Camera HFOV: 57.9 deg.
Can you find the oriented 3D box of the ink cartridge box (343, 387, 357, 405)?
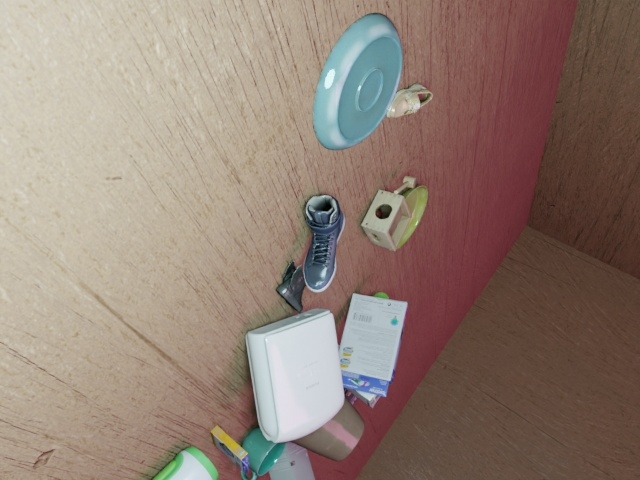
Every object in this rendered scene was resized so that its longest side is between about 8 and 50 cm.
[{"bbox_3d":[0.155,0.544,2.326,0.303,0.072,0.307,-58,153,-3],"label":"ink cartridge box"}]

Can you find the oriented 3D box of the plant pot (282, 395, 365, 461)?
[{"bbox_3d":[0.004,0.533,1.737,0.263,0.229,0.263,-51,-175,6],"label":"plant pot"}]

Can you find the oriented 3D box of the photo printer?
[{"bbox_3d":[-0.059,0.356,1.509,0.256,0.107,0.307,-13,98,-42],"label":"photo printer"}]

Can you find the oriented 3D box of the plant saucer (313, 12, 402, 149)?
[{"bbox_3d":[0.098,-0.344,1.306,0.317,0.044,0.317,-41,149,-32],"label":"plant saucer"}]

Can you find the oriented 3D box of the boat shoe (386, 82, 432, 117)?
[{"bbox_3d":[0.236,-0.362,1.513,0.170,0.059,0.063,-40,148,-35],"label":"boat shoe"}]

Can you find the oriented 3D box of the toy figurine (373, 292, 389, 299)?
[{"bbox_3d":[0.169,0.255,2.014,0.159,0.130,0.173,23,75,-55],"label":"toy figurine"}]

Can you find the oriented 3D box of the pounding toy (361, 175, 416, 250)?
[{"bbox_3d":[0.202,-0.106,1.699,0.206,0.094,0.181,-63,151,-15],"label":"pounding toy"}]

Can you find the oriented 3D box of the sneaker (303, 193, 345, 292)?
[{"bbox_3d":[-0.002,-0.001,1.387,0.163,0.086,0.226,67,33,-67],"label":"sneaker"}]

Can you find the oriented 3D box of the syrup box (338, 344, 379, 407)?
[{"bbox_3d":[0.102,0.440,1.918,0.093,0.237,0.096,-50,153,-18],"label":"syrup box"}]

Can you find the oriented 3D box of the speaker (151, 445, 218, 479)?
[{"bbox_3d":[-0.387,0.636,1.375,0.296,0.131,0.131,-39,148,-36],"label":"speaker"}]

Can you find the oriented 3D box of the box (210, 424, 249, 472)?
[{"bbox_3d":[-0.237,0.564,1.553,0.028,0.136,0.081,-41,150,-34],"label":"box"}]

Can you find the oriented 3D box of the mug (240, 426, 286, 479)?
[{"bbox_3d":[-0.191,0.642,1.765,0.158,0.097,0.129,-39,148,-35],"label":"mug"}]

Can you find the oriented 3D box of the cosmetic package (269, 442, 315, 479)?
[{"bbox_3d":[-0.095,0.792,1.945,0.107,0.238,0.127,-25,169,25],"label":"cosmetic package"}]

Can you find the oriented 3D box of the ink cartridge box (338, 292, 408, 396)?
[{"bbox_3d":[0.161,0.335,1.862,0.065,0.186,0.311,64,38,-61],"label":"ink cartridge box"}]

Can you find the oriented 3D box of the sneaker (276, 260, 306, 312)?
[{"bbox_3d":[-0.061,0.123,1.501,0.089,0.051,0.170,-50,149,-11],"label":"sneaker"}]

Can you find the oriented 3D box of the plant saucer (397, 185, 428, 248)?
[{"bbox_3d":[0.275,-0.079,1.912,0.241,0.037,0.241,-43,150,-32],"label":"plant saucer"}]
